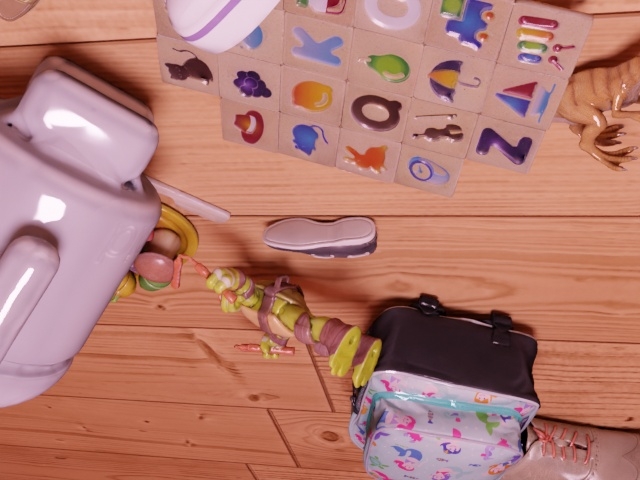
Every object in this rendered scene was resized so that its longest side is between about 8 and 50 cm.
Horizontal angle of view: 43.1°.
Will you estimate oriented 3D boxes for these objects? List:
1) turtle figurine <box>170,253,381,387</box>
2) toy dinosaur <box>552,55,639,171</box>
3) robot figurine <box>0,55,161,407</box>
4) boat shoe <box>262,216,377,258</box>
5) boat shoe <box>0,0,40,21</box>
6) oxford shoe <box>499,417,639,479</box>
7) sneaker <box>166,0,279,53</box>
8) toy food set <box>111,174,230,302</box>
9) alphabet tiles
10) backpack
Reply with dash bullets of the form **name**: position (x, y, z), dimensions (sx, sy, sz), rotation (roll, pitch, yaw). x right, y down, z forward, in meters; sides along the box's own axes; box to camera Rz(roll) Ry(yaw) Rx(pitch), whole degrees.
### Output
- **turtle figurine**: position (-0.039, 0.093, 0.934), dimensions (0.217, 0.087, 0.269), rotation (22, 158, 28)
- **toy dinosaur**: position (0.212, -0.113, 0.680), dimensions (0.211, 0.064, 0.112), rotation (-10, 129, 45)
- **robot figurine**: position (-0.285, 0.010, 0.754), dimensions (0.200, 0.300, 0.353), rotation (30, 102, -20)
- **boat shoe**: position (0.000, 0.000, 0.885), dimensions (0.125, 0.046, 0.038), rotation (-5, 137, 7)
- **boat shoe**: position (-0.238, -0.217, 0.646), dimensions (0.050, 0.045, 0.135), rotation (28, 141, -23)
- **oxford shoe**: position (0.352, 0.320, 1.170), dimensions (0.348, 0.123, 0.130), rotation (-10, 134, 25)
- **sneaker**: position (-0.053, -0.240, 0.397), dimensions (0.161, 0.102, 0.282), rotation (15, 118, -30)
- **toy food set**: position (-0.214, 0.016, 0.936), dimensions (0.128, 0.071, 0.218), rotation (29, 140, -24)
- **alphabet tiles**: position (0.024, -0.153, 0.659), dimensions (0.342, 0.011, 0.285), rotation (15, 145, 7)
- **backpack**: position (0.145, 0.214, 1.031), dimensions (0.225, 0.191, 0.253), rotation (12, 149, -3)
